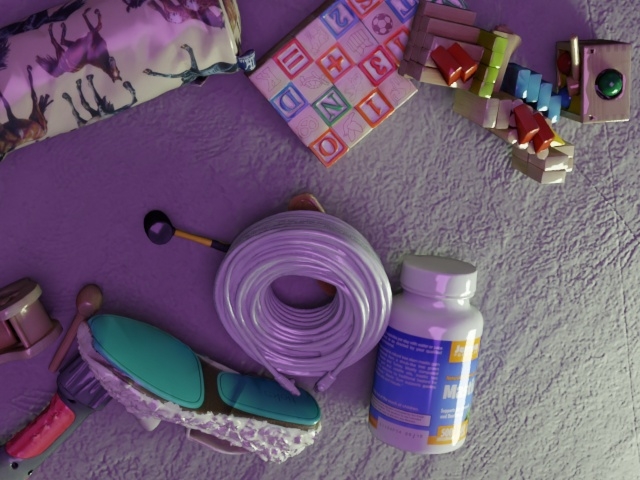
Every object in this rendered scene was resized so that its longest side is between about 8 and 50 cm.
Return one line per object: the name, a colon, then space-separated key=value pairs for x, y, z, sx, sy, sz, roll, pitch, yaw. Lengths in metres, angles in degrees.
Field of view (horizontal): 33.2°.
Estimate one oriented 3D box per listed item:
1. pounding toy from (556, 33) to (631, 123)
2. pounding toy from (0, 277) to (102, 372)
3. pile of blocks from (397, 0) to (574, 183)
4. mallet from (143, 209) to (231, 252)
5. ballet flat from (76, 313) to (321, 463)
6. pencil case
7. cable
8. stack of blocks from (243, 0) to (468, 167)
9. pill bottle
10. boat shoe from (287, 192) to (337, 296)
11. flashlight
pounding toy: x=0.382 y=-0.238 z=1.545 sx=0.100 sy=0.141 sz=0.130 roll=-5 pitch=104 yaw=-7
pounding toy: x=-0.431 y=0.152 z=1.513 sx=0.270 sy=0.154 sz=0.154 roll=-25 pitch=106 yaw=-1
pile of blocks: x=0.269 y=-0.202 z=1.498 sx=0.362 sy=0.112 sz=0.149 roll=34 pitch=95 yaw=-33
mallet: x=-0.166 y=0.004 z=1.563 sx=0.190 sy=0.062 sz=0.039 roll=19 pitch=102 yaw=-13
ballet flat: x=-0.185 y=0.239 z=1.563 sx=0.409 sy=0.147 sz=0.147 roll=26 pitch=99 yaw=-25
pencil case: x=-0.299 y=-0.232 z=1.434 sx=0.410 sy=0.160 sz=0.183 roll=-22 pitch=133 yaw=-2
cable: x=-0.023 y=0.079 z=1.547 sx=0.257 sy=0.089 sz=0.257 roll=-39 pitch=110 yaw=26
stack of blocks: x=0.060 y=-0.266 z=1.517 sx=0.297 sy=0.087 sz=0.171 roll=-41 pitch=106 yaw=3
pill bottle: x=0.161 y=0.166 z=1.606 sx=0.152 sy=0.152 sz=0.271 roll=5 pitch=103 yaw=-10
boat shoe: x=0.000 y=0.000 z=1.591 sx=0.063 sy=0.059 sz=0.170 roll=-15 pitch=113 yaw=17
flashlight: x=-0.424 y=0.283 z=1.575 sx=0.103 sy=0.103 sz=0.304 roll=43 pitch=95 yaw=-10
